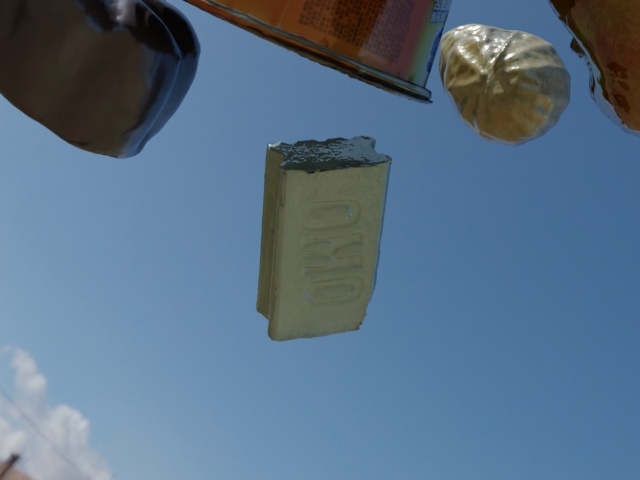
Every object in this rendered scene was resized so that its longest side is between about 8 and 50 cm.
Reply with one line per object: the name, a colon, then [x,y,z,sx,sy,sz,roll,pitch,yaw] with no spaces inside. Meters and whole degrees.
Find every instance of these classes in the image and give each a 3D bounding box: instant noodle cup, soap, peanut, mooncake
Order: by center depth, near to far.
instant noodle cup: [0.007,-0.269,0.747,0.297,0.213,0.296,23,13,-5]
mooncake: [-0.225,-0.194,0.814,0.245,0.245,0.133,41,-71,-2]
soap: [0.000,0.000,0.880,0.063,0.115,0.198,-122,-149,-52]
peanut: [0.261,-0.231,1.300,0.174,0.340,0.158,7,-75,2]

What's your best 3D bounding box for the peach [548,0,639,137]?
peach: [0.228,-0.158,0.497,0.197,0.197,0.197,30,-29,19]
